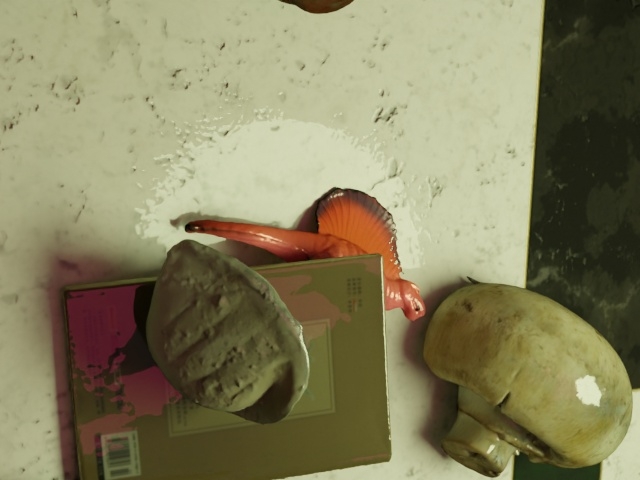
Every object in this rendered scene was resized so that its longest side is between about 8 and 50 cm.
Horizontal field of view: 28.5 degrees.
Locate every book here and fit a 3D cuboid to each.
[{"bbox_3d":[-0.083,0.133,1.214,0.310,0.021,0.217,-6,101,-15],"label":"book"}]

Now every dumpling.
[{"bbox_3d":[-0.078,0.084,1.135,0.092,0.150,0.176,-16,108,-71],"label":"dumpling"}]

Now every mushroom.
[{"bbox_3d":[0.236,0.169,1.380,0.254,0.189,0.195,42,72,-28],"label":"mushroom"}]

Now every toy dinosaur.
[{"bbox_3d":[0.005,-0.005,1.284,0.286,0.070,0.139,31,69,-26],"label":"toy dinosaur"}]

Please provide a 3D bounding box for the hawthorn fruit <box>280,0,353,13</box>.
[{"bbox_3d":[0.001,-0.292,1.192,0.189,0.149,0.149,-34,119,-57],"label":"hawthorn fruit"}]
